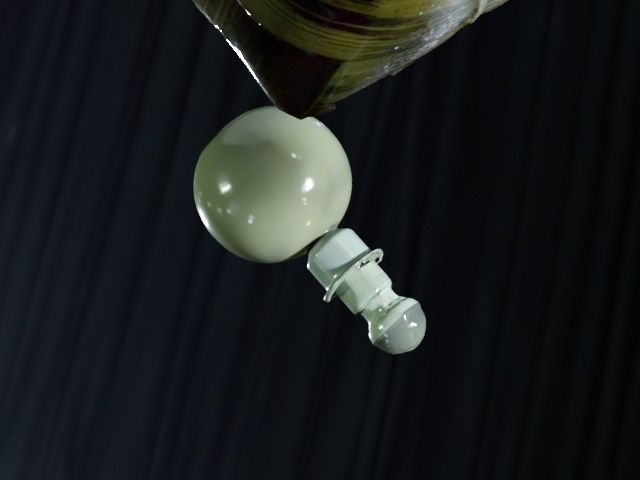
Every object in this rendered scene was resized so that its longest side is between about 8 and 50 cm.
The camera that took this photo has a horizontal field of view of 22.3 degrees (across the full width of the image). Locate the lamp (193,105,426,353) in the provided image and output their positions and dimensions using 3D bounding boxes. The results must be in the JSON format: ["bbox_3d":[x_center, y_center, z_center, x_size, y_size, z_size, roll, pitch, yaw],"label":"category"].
[{"bbox_3d":[0.000,0.000,0.924,0.163,0.091,0.091,49,167,10],"label":"lamp"}]

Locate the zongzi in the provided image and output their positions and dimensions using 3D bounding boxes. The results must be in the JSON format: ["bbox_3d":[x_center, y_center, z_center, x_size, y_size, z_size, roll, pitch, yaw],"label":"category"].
[{"bbox_3d":[0.095,-0.206,0.781,0.288,0.134,0.286,-26,168,-26],"label":"zongzi"}]
